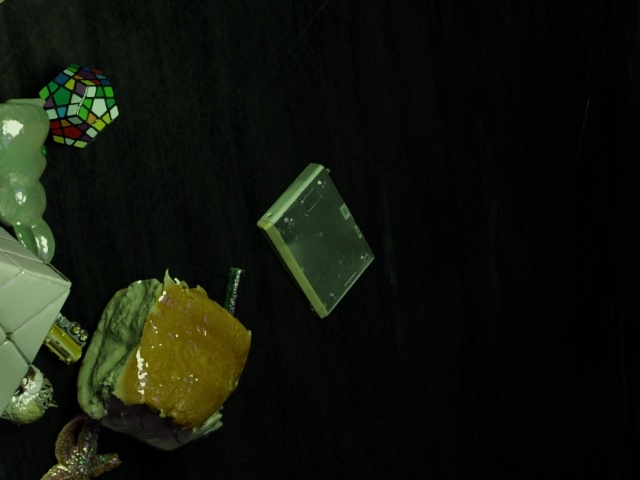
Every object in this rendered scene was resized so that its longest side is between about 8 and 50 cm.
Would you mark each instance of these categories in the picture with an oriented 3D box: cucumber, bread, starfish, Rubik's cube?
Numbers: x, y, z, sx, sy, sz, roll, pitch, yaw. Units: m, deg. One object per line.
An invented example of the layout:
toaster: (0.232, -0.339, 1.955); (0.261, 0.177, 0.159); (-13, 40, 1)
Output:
cucumber: (-0.170, 0.118, 1.908); (0.032, 0.032, 0.133); (11, 90, -45)
bread: (-0.259, 0.217, 1.693); (0.279, 0.225, 0.250); (39, 56, -39)
starfish: (-0.413, 0.387, 1.713); (0.150, 0.053, 0.210); (-7, 107, -31)
Rubik's cube: (-0.382, -0.211, 1.581); (0.112, 0.133, 0.133); (44, 64, -14)
Rubik's cube: (-0.521, 0.086, 1.361); (0.221, 0.224, 0.231); (24, 97, -51)

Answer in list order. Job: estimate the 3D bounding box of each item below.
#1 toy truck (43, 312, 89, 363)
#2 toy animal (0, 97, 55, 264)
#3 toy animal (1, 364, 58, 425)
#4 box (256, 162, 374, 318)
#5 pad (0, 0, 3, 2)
toy truck: (-0.431, 0.146, 1.637); (0.063, 0.052, 0.123); (-52, 130, -18)
toy animal: (-0.466, -0.085, 1.514); (0.127, 0.125, 0.251); (-8, 98, -24)
toy animal: (-0.462, 0.238, 1.597); (0.137, 0.098, 0.098); (-1, 97, -58)
box: (0.000, 0.000, 2.047); (0.211, 0.045, 0.270); (-48, 127, -27)
pad: (-0.495, -0.487, 1.500); (0.158, 0.003, 0.235); (-45, 126, -31)
